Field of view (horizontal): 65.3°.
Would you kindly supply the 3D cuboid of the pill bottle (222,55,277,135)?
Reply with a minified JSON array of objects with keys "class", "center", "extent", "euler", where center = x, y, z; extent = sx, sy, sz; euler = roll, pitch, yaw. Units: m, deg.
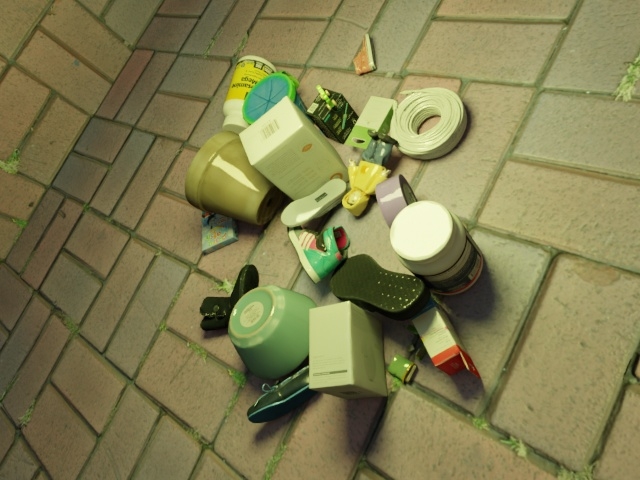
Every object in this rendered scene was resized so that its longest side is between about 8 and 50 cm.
[{"class":"pill bottle","center":[-0.308,-0.601,2.139],"extent":[0.187,0.188,0.334],"euler":[0,68,33]}]

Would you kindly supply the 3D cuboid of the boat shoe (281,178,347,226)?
[{"class":"boat shoe","center":[-0.015,-0.114,1.741],"extent":[0.258,0.084,0.095],"euler":[-29,62,-6]}]

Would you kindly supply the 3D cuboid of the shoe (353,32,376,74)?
[{"class":"shoe","center":[0.169,-0.737,1.975],"extent":[0.081,0.063,0.178],"euler":[-14,65,21]}]

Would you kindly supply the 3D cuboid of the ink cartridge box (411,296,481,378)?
[{"class":"ink cartridge box","center":[0.326,0.270,1.331],"extent":[0.078,0.134,0.231],"euler":[-33,53,14]}]

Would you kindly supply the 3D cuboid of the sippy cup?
[{"class":"sippy cup","center":[-0.149,-0.491,1.958],"extent":[0.305,0.224,0.240],"euler":[-51,50,1]}]

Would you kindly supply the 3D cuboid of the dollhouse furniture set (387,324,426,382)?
[{"class":"dollhouse furniture set","center":[0.243,0.319,1.409],"extent":[0.076,0.058,0.152],"euler":[25,82,39]}]

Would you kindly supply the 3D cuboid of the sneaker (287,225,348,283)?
[{"class":"sneaker","center":[0.000,0.000,1.688],"extent":[0.178,0.124,0.295],"euler":[-32,41,3]}]

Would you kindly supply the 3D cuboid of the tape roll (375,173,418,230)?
[{"class":"tape roll","center":[0.245,-0.103,1.533],"extent":[0.080,0.189,0.189],"euler":[-24,56,22]}]

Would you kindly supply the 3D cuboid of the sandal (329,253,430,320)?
[{"class":"sandal","center":[0.162,0.153,1.466],"extent":[0.167,0.107,0.445],"euler":[-43,25,-11]}]

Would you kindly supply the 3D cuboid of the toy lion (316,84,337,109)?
[{"class":"toy lion","center":[0.012,-0.506,1.734],"extent":[0.034,0.096,0.100],"euler":[-36,52,12]}]

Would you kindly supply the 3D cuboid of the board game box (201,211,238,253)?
[{"class":"board game box","center":[-0.413,-0.069,2.040],"extent":[0.160,0.039,0.212],"euler":[-23,58,22]}]

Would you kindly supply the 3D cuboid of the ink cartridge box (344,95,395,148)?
[{"class":"ink cartridge box","center":[0.189,-0.412,1.803],"extent":[0.109,0.062,0.209],"euler":[24,82,39]}]

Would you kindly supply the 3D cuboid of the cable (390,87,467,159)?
[{"class":"cable","center":[0.357,-0.390,1.668],"extent":[0.257,0.089,0.257],"euler":[2,70,34]}]

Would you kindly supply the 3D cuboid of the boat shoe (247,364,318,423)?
[{"class":"boat shoe","center":[-0.111,0.477,1.551],"extent":[0.258,0.109,0.089],"euler":[-27,46,0]}]

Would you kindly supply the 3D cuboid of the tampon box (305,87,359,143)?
[{"class":"tampon box","center":[0.048,-0.461,1.855],"extent":[0.101,0.161,0.120],"euler":[32,85,39]}]

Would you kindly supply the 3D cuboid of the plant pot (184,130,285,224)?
[{"class":"plant pot","center":[-0.293,-0.206,1.876],"extent":[0.280,0.323,0.323],"euler":[30,85,15]}]

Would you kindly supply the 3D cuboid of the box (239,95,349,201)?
[{"class":"box","center":[-0.080,-0.290,1.735],"extent":[0.215,0.345,0.168],"euler":[-35,53,13]}]

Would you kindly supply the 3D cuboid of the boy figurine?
[{"class":"boy figurine","center":[0.151,-0.224,1.680],"extent":[0.177,0.092,0.285],"euler":[32,103,40]}]

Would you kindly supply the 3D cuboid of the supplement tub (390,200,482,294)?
[{"class":"supplement tub","center":[0.320,0.025,1.367],"extent":[0.191,0.272,0.191],"euler":[-15,60,27]}]

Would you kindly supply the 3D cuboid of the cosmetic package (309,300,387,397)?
[{"class":"cosmetic package","center":[0.078,0.317,1.411],"extent":[0.138,0.224,0.225],"euler":[-14,60,27]}]

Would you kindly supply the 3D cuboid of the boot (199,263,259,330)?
[{"class":"boot","center":[-0.339,0.208,1.819],"extent":[0.207,0.094,0.247],"euler":[-3,72,28]}]

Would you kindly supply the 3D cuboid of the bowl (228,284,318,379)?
[{"class":"bowl","center":[-0.171,0.266,1.598],"extent":[0.311,0.163,0.312],"euler":[-21,44,22]}]
